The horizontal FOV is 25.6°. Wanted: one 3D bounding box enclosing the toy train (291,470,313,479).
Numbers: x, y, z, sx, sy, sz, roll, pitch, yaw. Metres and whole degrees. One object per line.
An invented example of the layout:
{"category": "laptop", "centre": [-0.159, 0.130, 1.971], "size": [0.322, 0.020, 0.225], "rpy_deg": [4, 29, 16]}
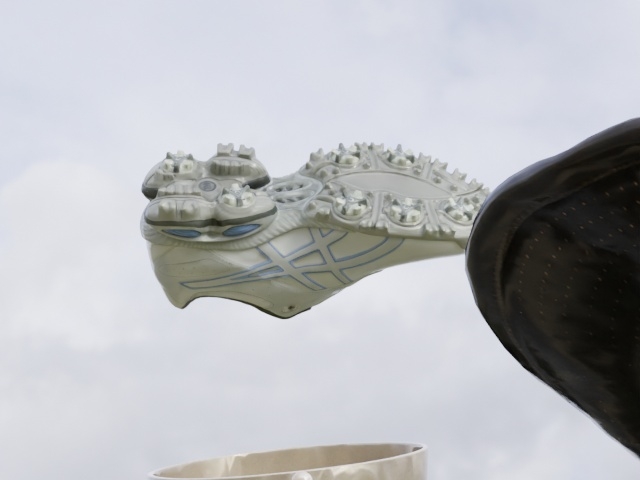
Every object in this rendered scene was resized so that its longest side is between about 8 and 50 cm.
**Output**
{"category": "toy train", "centre": [0.014, 0.213, 0.812], "size": [0.046, 0.125, 0.166], "rpy_deg": [7, -21, 46]}

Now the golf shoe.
{"category": "golf shoe", "centre": [0.000, 0.000, 0.698], "size": [0.176, 0.069, 0.086], "rpy_deg": [2, -53, 1]}

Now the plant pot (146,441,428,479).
{"category": "plant pot", "centre": [-0.015, 0.333, 1.271], "size": [0.256, 0.274, 0.256], "rpy_deg": [-6, -4, 0]}

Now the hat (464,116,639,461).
{"category": "hat", "centre": [0.219, 0.034, 0.442], "size": [0.331, 0.134, 0.331], "rpy_deg": [31, -17, 11]}
